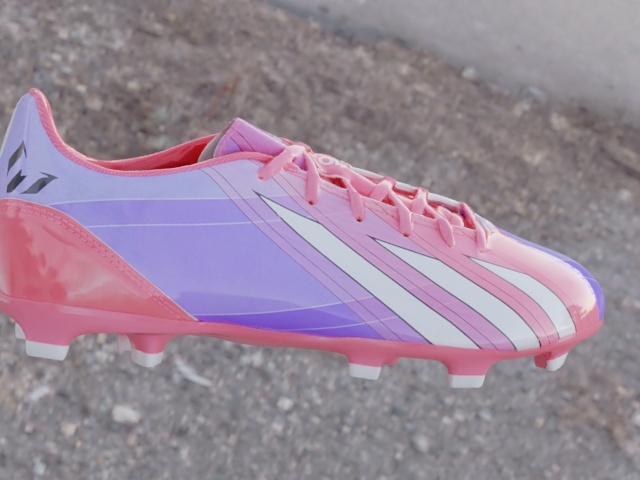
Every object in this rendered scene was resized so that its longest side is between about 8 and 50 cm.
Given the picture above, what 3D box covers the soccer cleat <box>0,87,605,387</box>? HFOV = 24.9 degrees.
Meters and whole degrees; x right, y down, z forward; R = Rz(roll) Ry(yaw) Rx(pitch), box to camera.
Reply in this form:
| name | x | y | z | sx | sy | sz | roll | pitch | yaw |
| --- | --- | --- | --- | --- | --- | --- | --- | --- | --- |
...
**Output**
| name | x | y | z | sx | sy | sz | roll | pitch | yaw |
| --- | --- | --- | --- | --- | --- | --- | --- | --- | --- |
| soccer cleat | 0.000 | 0.000 | 0.541 | 0.248 | 0.095 | 0.083 | 3 | 7 | -19 |
